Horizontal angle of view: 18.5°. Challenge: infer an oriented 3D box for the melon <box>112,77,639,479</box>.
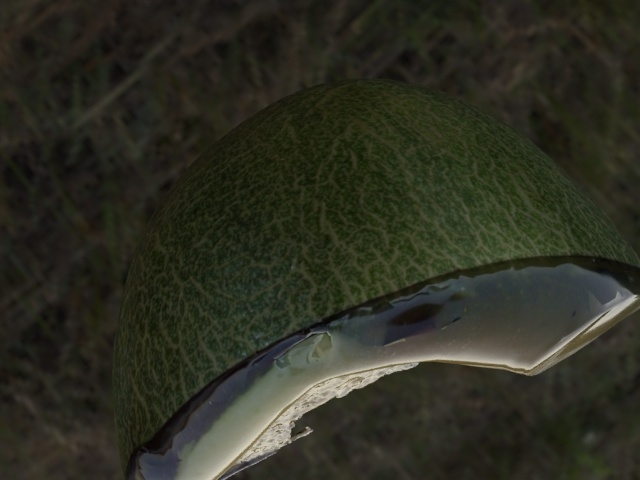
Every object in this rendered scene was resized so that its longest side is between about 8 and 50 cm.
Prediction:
[{"bbox_3d":[0.000,0.000,0.542,0.160,0.128,0.079,-25,145,1],"label":"melon"}]
